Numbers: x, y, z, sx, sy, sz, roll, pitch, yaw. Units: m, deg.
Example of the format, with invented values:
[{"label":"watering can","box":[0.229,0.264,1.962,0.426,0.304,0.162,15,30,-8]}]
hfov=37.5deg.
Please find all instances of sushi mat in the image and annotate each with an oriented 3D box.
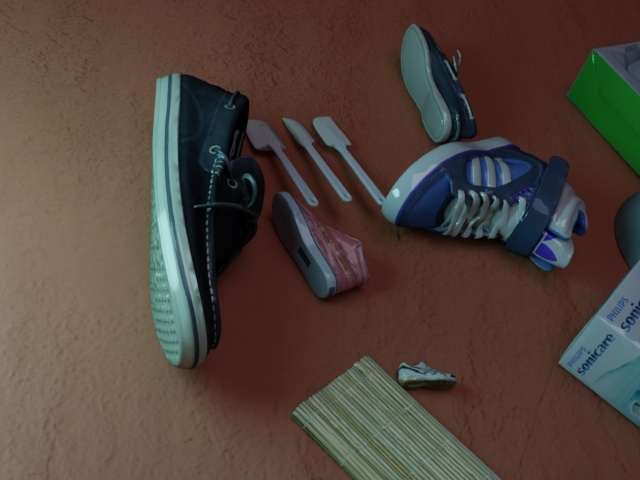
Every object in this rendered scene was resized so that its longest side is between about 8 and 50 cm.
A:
[{"label":"sushi mat","box":[0.123,0.285,1.174,0.316,0.019,0.151,42,47,18]}]

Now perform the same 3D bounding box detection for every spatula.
[{"label":"spatula","box":[-0.008,-0.124,1.472,0.168,0.019,0.242,-2,41,-30]}]

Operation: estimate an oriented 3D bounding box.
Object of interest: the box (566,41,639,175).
[{"label":"box","box":[0.646,-0.247,1.786,0.231,0.126,0.262,-14,55,-28]}]

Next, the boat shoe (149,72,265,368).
[{"label":"boat shoe","box":[-0.150,-0.048,1.257,0.156,0.186,0.500,4,43,-11]}]

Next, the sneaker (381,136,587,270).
[{"label":"sneaker","box":[0.276,-0.039,1.446,0.323,0.130,0.236,-21,55,-41]}]

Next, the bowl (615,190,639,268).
[{"label":"bowl","box":[0.668,-0.022,1.563,0.312,0.163,0.311,11,46,-11]}]

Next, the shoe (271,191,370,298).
[{"label":"shoe","box":[0.000,0.000,1.356,0.081,0.063,0.178,-14,61,-32]}]

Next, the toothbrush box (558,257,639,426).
[{"label":"toothbrush box","box":[0.529,0.178,1.354,0.295,0.126,0.216,39,48,17]}]

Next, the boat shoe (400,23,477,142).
[{"label":"boat shoe","box":[0.210,-0.280,1.664,0.079,0.095,0.254,-2,52,-21]}]

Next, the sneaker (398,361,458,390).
[{"label":"sneaker","box":[0.145,0.179,1.267,0.083,0.032,0.037,7,48,-17]}]
